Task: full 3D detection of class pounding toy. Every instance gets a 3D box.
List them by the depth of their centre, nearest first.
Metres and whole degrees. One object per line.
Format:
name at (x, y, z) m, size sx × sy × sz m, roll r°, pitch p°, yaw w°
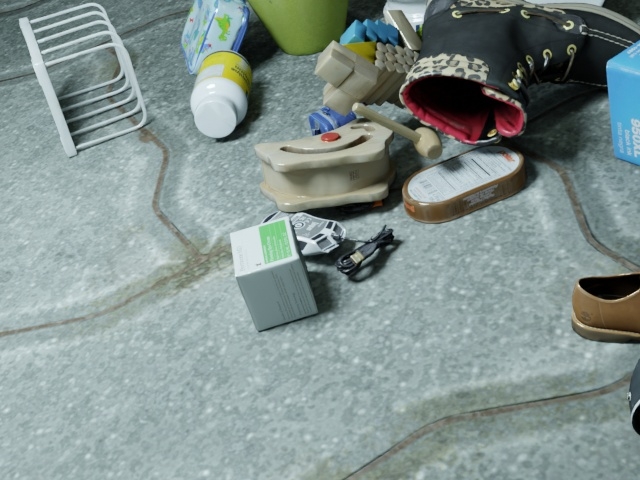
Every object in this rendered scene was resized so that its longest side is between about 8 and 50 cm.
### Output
pounding toy at (0.035, -0.150, 1.371) m, size 0.269 × 0.155 × 0.154 m, roll -8°, pitch 27°, yaw -2°

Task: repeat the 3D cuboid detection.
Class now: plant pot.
plant pot at (-0.048, -0.526, 1.820) m, size 0.274 × 0.293 × 0.275 m, roll -11°, pitch 35°, yaw 8°

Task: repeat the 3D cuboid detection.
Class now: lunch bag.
lunch bag at (0.021, -0.170, 1.478) m, size 0.065 × 0.098 × 0.067 m, roll -32°, pitch 43°, yaw -16°
lunch bag at (-0.214, -0.421, 1.857) m, size 0.090 × 0.176 × 0.219 m, roll 16°, pitch 25°, yaw -23°

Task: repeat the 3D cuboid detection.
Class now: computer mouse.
computer mouse at (0.000, 0.000, 1.305) m, size 0.193 × 0.042 × 0.106 m, roll 14°, pitch 41°, yaw 33°

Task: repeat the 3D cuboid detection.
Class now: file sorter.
file sorter at (-0.461, -0.326, 1.806) m, size 0.173 × 0.193 × 0.278 m, roll -20°, pitch 35°, yaw -11°

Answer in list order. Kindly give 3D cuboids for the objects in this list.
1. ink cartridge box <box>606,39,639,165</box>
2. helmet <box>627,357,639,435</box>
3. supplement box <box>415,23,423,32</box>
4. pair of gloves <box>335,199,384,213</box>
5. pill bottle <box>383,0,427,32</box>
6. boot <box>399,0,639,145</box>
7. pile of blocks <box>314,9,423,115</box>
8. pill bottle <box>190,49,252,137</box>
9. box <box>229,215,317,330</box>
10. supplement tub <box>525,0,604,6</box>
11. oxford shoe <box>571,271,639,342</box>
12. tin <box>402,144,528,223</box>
ink cartridge box at (0.622, -0.181, 1.194) m, size 0.285 × 0.166 × 0.395 m, roll -33°, pitch 38°, yaw -21°
helmet at (0.378, 0.146, 0.855) m, size 0.169 × 0.169 × 0.161 m, roll -27°, pitch 53°, yaw -15°
supplement box at (0.217, -0.343, 1.647) m, size 0.083 × 0.083 × 0.056 m, roll -9°, pitch 36°, yaw 12°
pair of gloves at (0.058, -0.068, 1.400) m, size 0.074 × 0.010 × 0.083 m, roll -10°, pitch 37°, yaw 5°
pill bottle at (0.180, -0.580, 1.741) m, size 0.210 × 0.363 × 0.210 m, roll -10°, pitch 35°, yaw 7°
boot at (0.312, -0.253, 1.392) m, size 0.377 × 0.138 × 0.284 m, roll 20°, pitch 46°, yaw 6°
pile of blocks at (0.100, -0.277, 1.482) m, size 0.362 × 0.112 × 0.149 m, roll -10°, pitch 67°, yaw -45°
pill bottle at (-0.180, -0.264, 1.681) m, size 0.103 × 0.103 × 0.184 m, roll -10°, pitch 36°, yaw 9°
box at (-0.062, 0.043, 1.219) m, size 0.087 × 0.102 × 0.101 m, roll -17°, pitch 36°, yaw 2°
supplement tub at (0.409, -0.527, 1.697) m, size 0.228 × 0.228 × 0.316 m, roll -7°, pitch 36°, yaw 13°
oxford shoe at (0.387, 0.071, 1.027) m, size 0.212 × 0.076 × 0.076 m, roll -1°, pitch 36°, yaw 18°
tin at (0.209, -0.084, 1.343) m, size 0.189 × 0.040 × 0.106 m, roll -23°, pitch 40°, yaw -9°
